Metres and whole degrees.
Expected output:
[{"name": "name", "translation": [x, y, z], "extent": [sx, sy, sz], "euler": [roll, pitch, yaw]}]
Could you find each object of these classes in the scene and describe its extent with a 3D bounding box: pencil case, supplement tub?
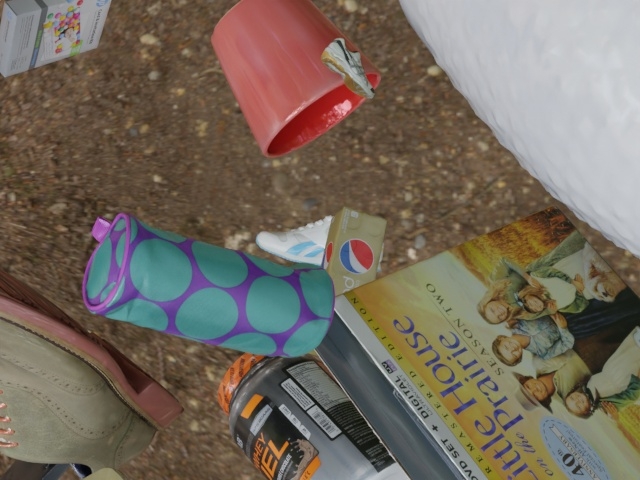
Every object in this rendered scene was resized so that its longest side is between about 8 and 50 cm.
[{"name": "pencil case", "translation": [-0.069, 0.030, 0.608], "extent": [0.152, 0.070, 0.064], "euler": [17, 127, -30]}, {"name": "supplement tub", "translation": [-0.015, 0.336, 1.633], "extent": [0.207, 0.338, 0.207], "euler": [-29, 141, -27]}]

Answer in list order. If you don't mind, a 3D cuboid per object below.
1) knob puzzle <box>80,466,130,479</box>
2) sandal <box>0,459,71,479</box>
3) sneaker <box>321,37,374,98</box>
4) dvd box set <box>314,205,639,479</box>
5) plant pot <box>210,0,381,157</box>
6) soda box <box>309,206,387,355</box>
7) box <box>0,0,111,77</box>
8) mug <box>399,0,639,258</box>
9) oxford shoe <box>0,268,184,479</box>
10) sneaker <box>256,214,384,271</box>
[{"name": "knob puzzle", "translation": [-0.173, 0.270, 0.721], "extent": [0.030, 0.213, 0.213], "euler": [36, 75, -52]}, {"name": "sandal", "translation": [-0.359, 0.264, 1.315], "extent": [0.254, 0.097, 0.054], "euler": [-55, 133, -7]}, {"name": "sneaker", "translation": [0.039, -0.198, 1.102], "extent": [0.083, 0.032, 0.037], "euler": [42, 72, -33]}, {"name": "dvd box set", "translation": [0.220, 0.132, 1.001], "extent": [0.420, 0.062, 0.307], "euler": [-19, 64, -44]}, {"name": "plant pot", "translation": [-0.060, -0.329, 1.799], "extent": [0.275, 0.275, 0.243], "euler": [-31, 83, -22]}, {"name": "soda box", "translation": [0.030, 0.055, 1.188], "extent": [0.061, 0.058, 0.181], "euler": [17, 70, -12]}, {"name": "box", "translation": [-0.439, -0.353, 1.583], "extent": [0.186, 0.145, 0.038], "euler": [-31, 75, -39]}, {"name": "mug", "translation": [0.265, -0.118, 0.618], "extent": [0.374, 0.328, 0.276], "euler": [22, 120, -41]}, {"name": "oxford shoe", "translation": [-0.239, 0.120, 0.790], "extent": [0.130, 0.123, 0.348], "euler": [-52, 142, -11]}, {"name": "sneaker", "translation": [0.000, 0.000, 1.701], "extent": [0.229, 0.087, 0.092], "euler": [7, 90, 9]}]
